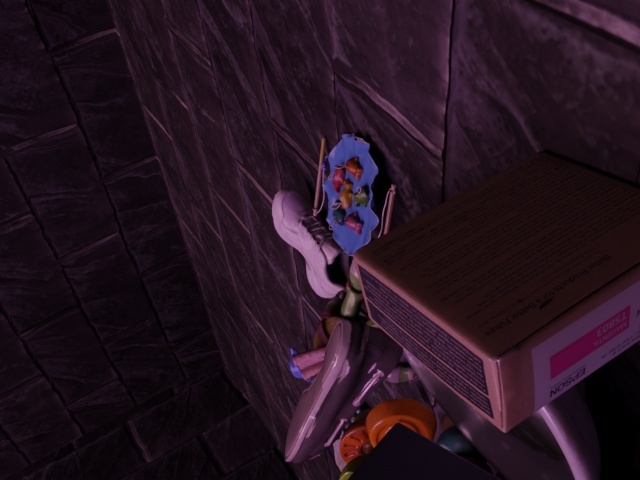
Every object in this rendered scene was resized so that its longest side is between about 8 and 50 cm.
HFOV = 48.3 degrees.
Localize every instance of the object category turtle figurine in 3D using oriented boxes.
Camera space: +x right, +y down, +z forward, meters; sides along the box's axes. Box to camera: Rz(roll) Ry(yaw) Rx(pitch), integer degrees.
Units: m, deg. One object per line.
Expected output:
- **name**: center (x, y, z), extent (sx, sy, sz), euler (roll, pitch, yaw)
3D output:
- **turtle figurine**: center (0.098, 0.135, 1.183), extent (0.198, 0.274, 0.266), euler (-95, 22, -48)

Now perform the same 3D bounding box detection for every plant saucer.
- **plant saucer**: center (0.205, 0.144, 0.860), extent (0.400, 0.100, 0.400), euler (52, 169, 14)

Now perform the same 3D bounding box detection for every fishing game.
- **fishing game**: center (0.038, -0.069, 1.071), extent (0.264, 0.041, 0.189), euler (-130, 43, -56)

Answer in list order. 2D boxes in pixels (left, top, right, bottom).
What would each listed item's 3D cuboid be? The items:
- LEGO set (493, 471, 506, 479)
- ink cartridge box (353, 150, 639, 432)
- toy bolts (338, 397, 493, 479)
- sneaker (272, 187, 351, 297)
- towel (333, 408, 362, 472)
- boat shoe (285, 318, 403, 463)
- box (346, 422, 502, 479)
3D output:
- **LEGO set**: center (0.330, 0.446, 0.984), extent (0.287, 0.107, 0.132), euler (46, 155, 41)
- **ink cartridge box**: center (0.179, 0.028, 0.621), extent (0.193, 0.234, 0.088), euler (40, 151, 51)
- **toy bolts**: center (0.154, 0.293, 1.090), extent (0.158, 0.228, 0.218), euler (-82, 4, -58)
- **sneaker**: center (0.000, 0.000, 1.306), extent (0.232, 0.090, 0.115), euler (57, 156, -12)
- **towel**: center (0.148, 0.565, 1.665), extent (0.374, 0.090, 0.321), euler (47, 159, 38)
- **boat shoe**: center (0.025, 0.248, 1.075), extent (0.112, 0.095, 0.335), euler (-81, 10, -47)
- **box**: center (0.188, 0.428, 0.880), extent (0.296, 0.183, 0.294), euler (21, 144, 41)
